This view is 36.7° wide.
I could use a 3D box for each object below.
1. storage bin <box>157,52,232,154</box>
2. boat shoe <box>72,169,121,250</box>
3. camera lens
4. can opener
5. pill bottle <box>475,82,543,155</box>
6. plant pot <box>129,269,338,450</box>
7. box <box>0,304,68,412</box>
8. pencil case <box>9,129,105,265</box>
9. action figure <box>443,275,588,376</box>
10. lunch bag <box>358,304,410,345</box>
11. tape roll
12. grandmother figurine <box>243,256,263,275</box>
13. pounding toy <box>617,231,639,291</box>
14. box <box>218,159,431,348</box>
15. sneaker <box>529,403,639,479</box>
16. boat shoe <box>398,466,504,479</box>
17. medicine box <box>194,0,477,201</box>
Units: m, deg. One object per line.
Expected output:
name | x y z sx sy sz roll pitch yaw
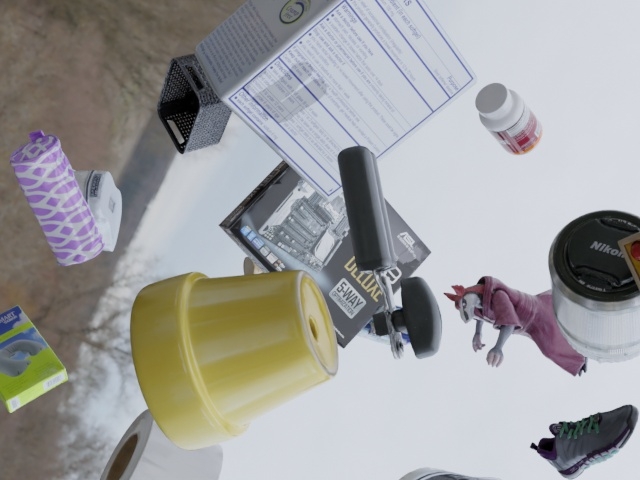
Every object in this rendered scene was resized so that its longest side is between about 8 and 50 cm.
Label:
storage bin | -0.240 -0.266 1.862 0.084 0.122 0.180 -21 160 -29
boat shoe | -0.550 -0.071 2.207 0.367 0.156 0.136 107 -8 -75
camera lens | 0.557 0.089 1.861 0.274 0.219 0.219 65 40 -54
can opener | 0.085 0.015 1.224 0.074 0.093 0.281 24 51 -77
pill bottle | 0.347 -0.227 1.788 0.086 0.152 0.086 -17 -123 29
plant pot | -0.111 0.154 1.398 0.238 0.254 0.254 -17 -154 14
box | -0.509 0.186 1.588 0.109 0.178 0.042 -30 150 -28
pencil case | -0.399 -0.060 1.477 0.088 0.086 0.206 -86 163 -57
action figure | 0.454 0.159 2.159 0.276 0.370 0.248 -64 -163 3
lunch bag | 0.159 0.206 2.380 0.219 0.176 0.090 154 -50 -75
tape roll | -0.331 0.485 1.950 0.246 0.169 0.246 -50 -162 23
grandmother figurine | 0.000 0.000 2.115 0.104 0.342 0.208 -153 -119 -64
pounding toy | 0.579 0.017 1.620 0.100 0.130 0.141 -20 173 -30
box | 0.013 -0.002 1.699 0.242 0.307 0.076 -46 -161 -11
sneaker | 0.470 0.350 1.730 0.224 0.098 0.083 -55 -176 41
boat shoe | 0.241 0.434 1.558 0.102 0.301 0.108 2 -100 54
medicine box | 0.025 -0.247 1.346 0.289 0.263 0.149 -39 -136 9
